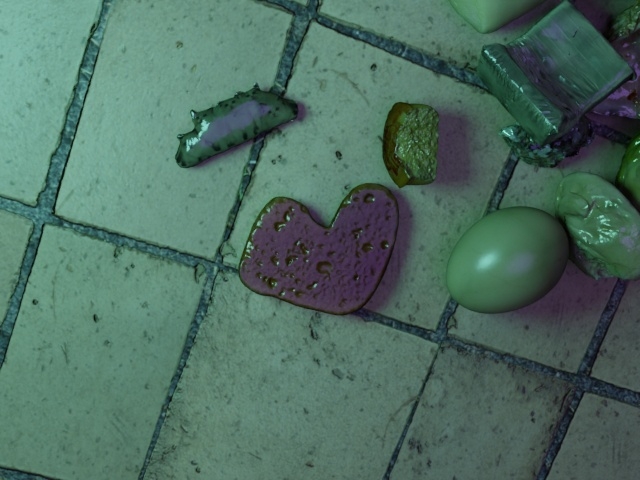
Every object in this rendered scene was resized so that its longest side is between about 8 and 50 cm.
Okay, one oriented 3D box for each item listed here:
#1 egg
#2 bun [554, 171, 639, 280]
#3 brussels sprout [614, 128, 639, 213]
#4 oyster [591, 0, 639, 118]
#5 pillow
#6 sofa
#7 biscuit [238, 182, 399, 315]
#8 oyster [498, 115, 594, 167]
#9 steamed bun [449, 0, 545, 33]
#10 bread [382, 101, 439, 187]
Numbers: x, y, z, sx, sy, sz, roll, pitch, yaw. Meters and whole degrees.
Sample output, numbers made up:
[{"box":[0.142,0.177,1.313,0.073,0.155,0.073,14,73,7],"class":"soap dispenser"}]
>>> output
[{"box":[0.348,0.039,1.545,0.242,0.186,0.186,-34,105,0],"class":"egg"},{"box":[0.517,-0.013,1.551,0.116,0.237,0.210,-27,145,-5],"class":"bun"},{"box":[0.721,-0.119,1.552,0.328,0.247,0.328,-3,101,-13],"class":"brussels sprout"},{"box":[0.591,-0.348,1.556,0.162,0.107,0.232,7,114,0],"class":"oyster"},{"box":[-0.159,-0.214,1.474,0.241,0.051,0.093,-25,110,-3],"class":"pillow"},{"box":[0.418,-0.308,1.461,0.225,0.176,0.210,-37,80,3],"class":"sofa"},{"box":[0.000,0.000,1.549,0.277,0.052,0.262,14,94,-12],"class":"biscuit"},{"box":[0.435,-0.199,1.577,0.177,0.064,0.125,-24,99,-3],"class":"oyster"},{"box":[0.304,-0.504,1.440,0.200,0.155,0.250,-28,102,-3],"class":"steamed bun"},{"box":[0.158,-0.172,1.503,0.086,0.125,0.156,-1,92,-18],"class":"bread"}]
